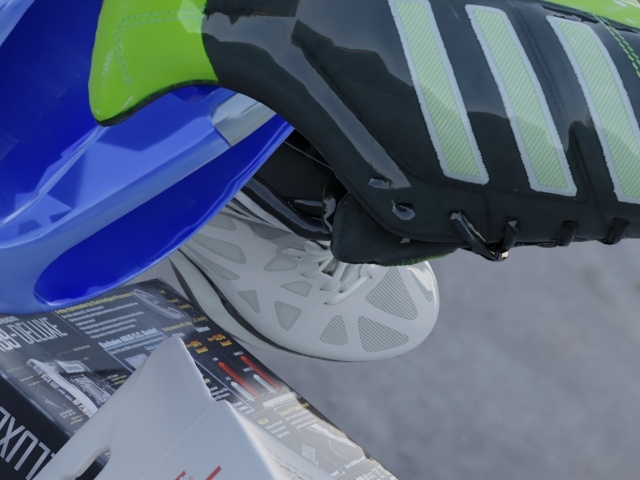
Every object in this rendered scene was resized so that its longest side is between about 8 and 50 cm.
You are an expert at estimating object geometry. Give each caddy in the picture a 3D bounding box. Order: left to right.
[{"bbox_3d":[-0.065,-0.123,0.864,0.179,0.341,0.241,40,-5,24],"label":"caddy"}]

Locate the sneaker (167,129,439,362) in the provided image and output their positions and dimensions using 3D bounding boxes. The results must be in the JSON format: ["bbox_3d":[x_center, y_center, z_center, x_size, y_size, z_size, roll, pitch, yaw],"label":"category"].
[{"bbox_3d":[-0.001,0.001,1.557,0.257,0.169,0.447,15,-15,47],"label":"sneaker"}]

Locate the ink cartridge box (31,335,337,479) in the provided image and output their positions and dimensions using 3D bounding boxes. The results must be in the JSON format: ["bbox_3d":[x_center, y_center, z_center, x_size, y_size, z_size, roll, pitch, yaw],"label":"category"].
[{"bbox_3d":[-0.041,0.219,0.875,0.119,0.207,0.353,38,8,-34],"label":"ink cartridge box"}]

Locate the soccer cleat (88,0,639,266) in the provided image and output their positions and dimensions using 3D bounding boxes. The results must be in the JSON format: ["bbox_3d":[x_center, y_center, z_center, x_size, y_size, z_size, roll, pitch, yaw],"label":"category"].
[{"bbox_3d":[0.041,-0.022,0.390,0.178,0.072,0.060,21,8,-6],"label":"soccer cleat"}]

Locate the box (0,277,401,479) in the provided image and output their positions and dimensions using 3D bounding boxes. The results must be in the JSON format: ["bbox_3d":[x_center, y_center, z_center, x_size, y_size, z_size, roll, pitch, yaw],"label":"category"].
[{"bbox_3d":[-0.101,0.139,1.289,0.242,0.076,0.307,39,17,13],"label":"box"}]
